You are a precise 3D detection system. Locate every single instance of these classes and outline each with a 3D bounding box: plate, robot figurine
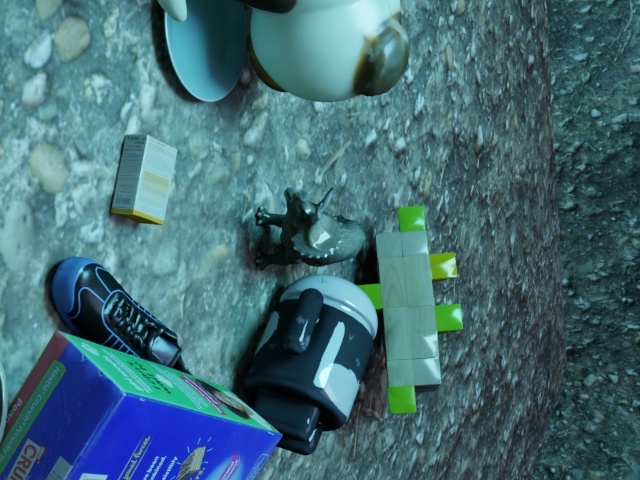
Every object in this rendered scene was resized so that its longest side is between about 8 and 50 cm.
[{"bbox_3d":[-0.156,-0.279,1.129,0.188,0.024,0.188,-18,110,-62],"label":"plate"},{"bbox_3d":[-0.017,0.184,1.326,0.173,0.209,0.278,34,58,-18],"label":"robot figurine"}]

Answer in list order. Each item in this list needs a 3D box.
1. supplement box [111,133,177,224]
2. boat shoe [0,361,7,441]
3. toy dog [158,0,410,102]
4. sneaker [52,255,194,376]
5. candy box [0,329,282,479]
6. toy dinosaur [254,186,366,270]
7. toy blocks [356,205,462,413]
[{"bbox_3d":[-0.213,-0.073,1.035,0.062,0.036,0.098,26,72,-61],"label":"supplement box"},{"bbox_3d":[-0.349,0.198,0.775,0.065,0.075,0.206,41,63,-62],"label":"boat shoe"},{"bbox_3d":[-0.021,-0.350,1.052,0.408,0.284,0.395,55,41,-48],"label":"toy dog"},{"bbox_3d":[-0.219,0.105,0.994,0.081,0.090,0.232,-65,148,-34],"label":"sneaker"},{"bbox_3d":[-0.217,0.269,0.909,0.268,0.122,0.317,-58,150,-3],"label":"candy box"},{"bbox_3d":[0.000,0.000,1.334,0.313,0.160,0.121,20,77,-61],"label":"toy dinosaur"},{"bbox_3d":[0.170,0.153,1.687,0.261,0.190,0.381,73,12,-75],"label":"toy blocks"}]
